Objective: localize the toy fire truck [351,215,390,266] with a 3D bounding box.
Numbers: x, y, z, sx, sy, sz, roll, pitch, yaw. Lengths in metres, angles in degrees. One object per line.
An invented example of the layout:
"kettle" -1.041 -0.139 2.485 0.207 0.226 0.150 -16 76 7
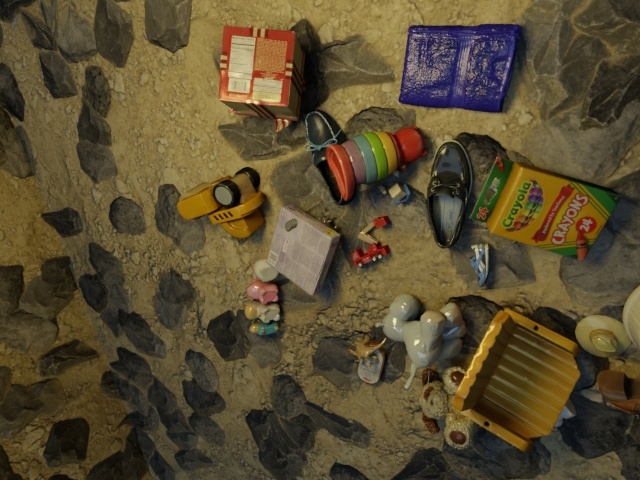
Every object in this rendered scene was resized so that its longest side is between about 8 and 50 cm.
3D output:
"toy fire truck" 0.179 0.005 1.456 0.192 0.047 0.135 -26 94 33

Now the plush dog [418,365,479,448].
"plush dog" 0.458 0.575 1.454 0.225 0.210 0.262 -8 75 44

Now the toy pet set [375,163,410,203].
"toy pet set" 0.259 -0.187 1.355 0.122 0.065 0.114 -41 51 29

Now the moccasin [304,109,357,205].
"moccasin" 0.037 -0.285 1.389 0.137 0.117 0.342 -24 95 32

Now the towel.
"towel" 0.383 -0.493 1.162 0.308 0.076 0.228 13 112 23

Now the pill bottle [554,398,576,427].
"pill bottle" 0.715 0.558 1.326 0.186 0.112 0.112 -41 86 32

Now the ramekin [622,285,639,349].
"ramekin" 0.971 0.232 1.062 0.277 0.135 0.277 8 110 23

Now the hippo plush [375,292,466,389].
"hippo plush" 0.341 0.313 1.418 0.236 0.234 0.294 32 107 50

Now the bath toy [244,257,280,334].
"bath toy" -0.244 0.223 1.714 0.151 0.129 0.348 -3 114 -18

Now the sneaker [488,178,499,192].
"sneaker" 0.558 -0.142 1.212 0.135 0.052 0.058 39 131 18

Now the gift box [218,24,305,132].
"gift box" -0.191 -0.507 1.320 0.255 0.258 0.276 12 98 4

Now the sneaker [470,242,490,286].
"sneaker" 0.510 0.078 1.306 0.059 0.053 0.144 3 100 26

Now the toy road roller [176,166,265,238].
"toy road roller" -0.371 -0.125 1.616 0.329 0.202 0.241 -11 113 29

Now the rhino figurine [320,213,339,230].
"rhino figurine" 0.000 0.000 1.531 0.106 0.073 0.243 38 123 19

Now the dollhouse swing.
"dollhouse swing" 0.573 0.401 1.158 0.315 0.305 0.347 28 87 19

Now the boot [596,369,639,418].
"boot" 0.927 0.449 1.105 0.283 0.109 0.220 -5 143 47

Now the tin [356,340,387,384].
"tin" 0.201 0.487 1.617 0.106 0.040 0.190 20 115 25

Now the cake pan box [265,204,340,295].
"cake pan box" -0.072 0.038 1.507 0.245 0.070 0.267 32 119 28

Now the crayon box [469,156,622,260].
"crayon box" 0.609 -0.088 1.131 0.318 0.081 0.202 17 115 5

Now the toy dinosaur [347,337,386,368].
"toy dinosaur" 0.178 0.435 1.560 0.183 0.053 0.093 -22 94 31

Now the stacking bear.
"stacking bear" 0.183 -0.264 1.261 0.289 0.164 0.175 -20 77 -7

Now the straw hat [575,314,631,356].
"straw hat" 0.836 0.298 1.203 0.144 0.061 0.145 9 110 25

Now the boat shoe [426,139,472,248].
"boat shoe" 0.390 -0.133 1.259 0.127 0.113 0.340 11 112 25
